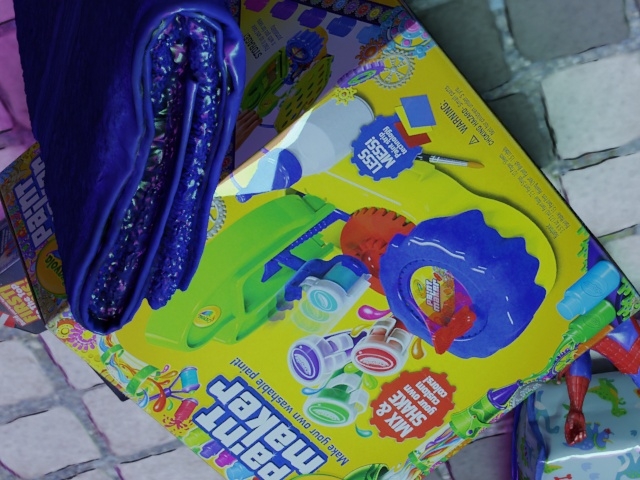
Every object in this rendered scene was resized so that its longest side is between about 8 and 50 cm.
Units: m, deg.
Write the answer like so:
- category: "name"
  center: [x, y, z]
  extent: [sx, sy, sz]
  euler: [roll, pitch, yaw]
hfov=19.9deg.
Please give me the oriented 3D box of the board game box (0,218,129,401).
- category: "board game box"
  center: [-0.151, 0.023, 1.308]
  extent: [0.194, 0.060, 0.194]
  euler: [-22, 130, 15]

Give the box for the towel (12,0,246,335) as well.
- category: "towel"
  center: [-0.108, -0.130, 1.013]
  extent: [0.076, 0.308, 0.227]
  euler: [3, 134, -21]

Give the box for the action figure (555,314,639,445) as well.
- category: "action figure"
  center: [0.238, 0.123, 1.333]
  extent: [0.280, 0.139, 0.091]
  euler: [42, 146, 2]

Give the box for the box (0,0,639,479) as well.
- category: "box"
  center: [0.000, 0.000, 1.173]
  extent: [0.279, 0.177, 0.290]
  euler: [-39, 128, 7]

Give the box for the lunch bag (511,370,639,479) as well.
- category: "lunch bag"
  center: [0.221, 0.176, 1.462]
  extent: [0.129, 0.096, 0.151]
  euler: [-5, 146, -4]
